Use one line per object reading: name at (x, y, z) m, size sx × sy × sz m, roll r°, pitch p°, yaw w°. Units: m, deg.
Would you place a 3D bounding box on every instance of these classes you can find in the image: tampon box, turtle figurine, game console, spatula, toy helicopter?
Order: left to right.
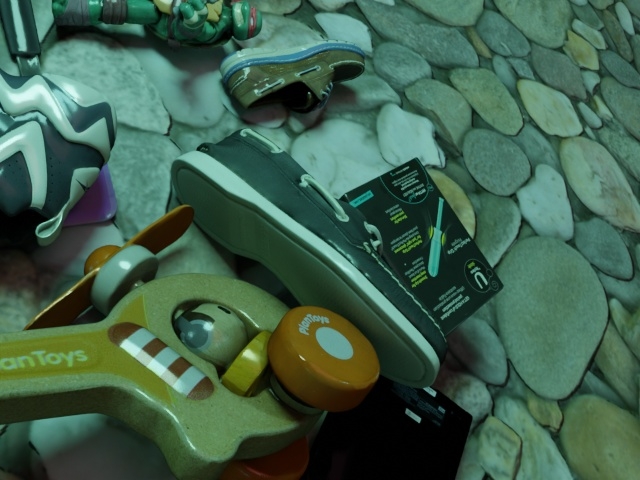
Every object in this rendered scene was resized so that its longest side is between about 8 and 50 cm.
spatula at (-0.257, -0.150, 0.611) m, size 0.084 × 0.030 × 0.296 m, roll -11°, pitch 71°, yaw -30°
toy helicopter at (-0.146, 0.073, 0.482) m, size 0.355 × 0.140 × 0.235 m, roll 2°, pitch 40°, yaw -46°
turtle figurine at (-0.140, -0.248, 0.692) m, size 0.234 × 0.118 × 0.175 m, roll 4°, pitch 46°, yaw -15°
tampon box at (0.078, 0.023, 0.690) m, size 0.120 × 0.101 × 0.161 m, roll -28°, pitch 83°, yaw -40°
game console at (0.137, 0.282, 0.623) m, size 0.361 × 0.044 × 0.213 m, roll 38°, pitch 51°, yaw -9°

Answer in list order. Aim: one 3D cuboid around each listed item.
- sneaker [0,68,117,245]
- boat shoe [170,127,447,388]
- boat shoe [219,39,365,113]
sneaker at (-0.284, -0.063, 0.501) m, size 0.235 × 0.094 × 0.153 m, roll 18°, pitch 63°, yaw -15°
boat shoe at (0.000, 0.000, 0.595) m, size 0.302 × 0.114 × 0.091 m, roll 41°, pitch 58°, yaw 17°
boat shoe at (-0.022, -0.177, 0.770) m, size 0.183 × 0.066 × 0.066 m, roll -15°, pitch 78°, yaw -28°
